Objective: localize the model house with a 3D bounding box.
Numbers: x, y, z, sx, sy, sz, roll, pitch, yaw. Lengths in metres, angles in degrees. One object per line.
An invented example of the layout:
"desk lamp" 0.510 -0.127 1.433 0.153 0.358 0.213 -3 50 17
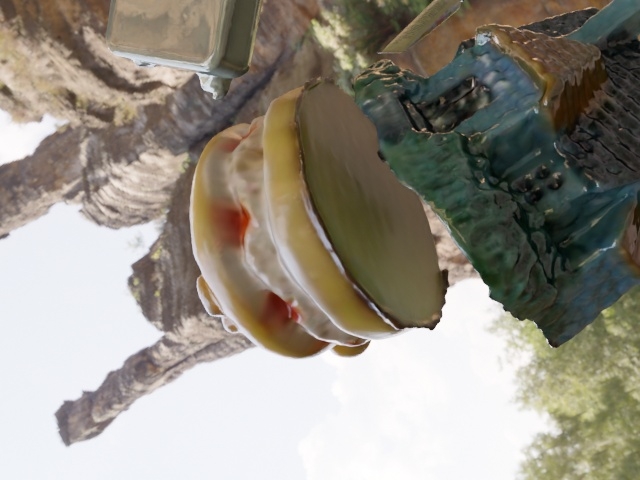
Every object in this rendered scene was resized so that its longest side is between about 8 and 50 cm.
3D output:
"model house" 0.196 -0.090 0.517 0.226 0.241 0.261 37 -159 -42

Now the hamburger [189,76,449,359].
"hamburger" 0.000 0.000 0.670 0.302 0.186 0.261 32 -137 -42

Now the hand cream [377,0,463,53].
"hand cream" 0.097 -0.203 0.600 0.035 0.102 0.022 23 152 52

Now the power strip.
"power strip" -0.085 -0.244 0.460 0.046 0.117 0.271 -7 -68 -62
